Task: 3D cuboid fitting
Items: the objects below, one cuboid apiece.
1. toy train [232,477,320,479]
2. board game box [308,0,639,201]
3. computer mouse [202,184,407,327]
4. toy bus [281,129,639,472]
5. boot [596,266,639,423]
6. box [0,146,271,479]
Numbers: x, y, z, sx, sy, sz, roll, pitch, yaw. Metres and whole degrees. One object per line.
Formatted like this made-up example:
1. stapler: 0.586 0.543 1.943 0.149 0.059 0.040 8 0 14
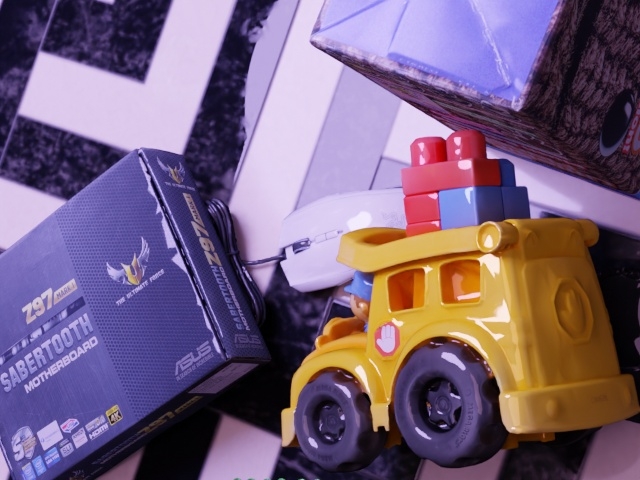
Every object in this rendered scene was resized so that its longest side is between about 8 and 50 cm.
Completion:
1. toy train: -0.034 0.188 1.197 0.083 0.017 0.023 -4 90 25
2. board game box: 0.150 -0.175 1.017 0.141 0.291 0.232 23 92 26
3. computer mouse: 0.000 0.000 1.198 0.193 0.042 0.106 -15 74 23
4. toy bus: 0.076 0.040 1.063 0.220 0.149 0.211 -12 85 42
5. boot: 0.225 0.075 1.078 0.121 0.045 0.099 14 88 31
6. box: -0.167 0.066 1.240 0.233 0.059 0.183 -34 68 26
